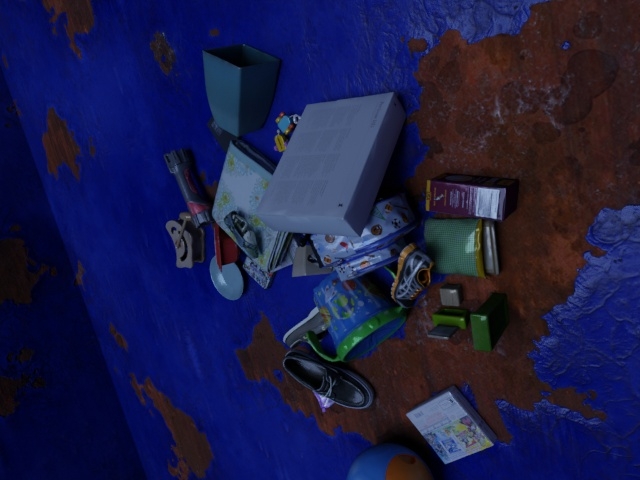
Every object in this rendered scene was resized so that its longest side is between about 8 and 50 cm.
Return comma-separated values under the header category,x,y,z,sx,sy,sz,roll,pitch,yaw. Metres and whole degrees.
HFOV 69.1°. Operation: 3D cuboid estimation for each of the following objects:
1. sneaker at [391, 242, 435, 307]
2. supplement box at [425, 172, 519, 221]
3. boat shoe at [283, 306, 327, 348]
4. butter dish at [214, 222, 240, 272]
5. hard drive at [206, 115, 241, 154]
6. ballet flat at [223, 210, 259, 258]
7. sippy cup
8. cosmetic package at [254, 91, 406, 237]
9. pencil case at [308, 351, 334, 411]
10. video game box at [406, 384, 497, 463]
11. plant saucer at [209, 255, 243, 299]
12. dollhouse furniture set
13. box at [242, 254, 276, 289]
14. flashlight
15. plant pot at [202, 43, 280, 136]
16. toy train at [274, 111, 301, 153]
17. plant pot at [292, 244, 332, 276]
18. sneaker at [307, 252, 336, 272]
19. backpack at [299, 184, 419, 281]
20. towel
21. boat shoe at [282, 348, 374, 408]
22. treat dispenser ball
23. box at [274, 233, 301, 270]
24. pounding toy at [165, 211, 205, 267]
category,x,y,z,sx,sy,sz,roll,pitch,yaw
sneaker,0.243,0.108,1.211,0.083,0.084,0.214,34,144,33
supplement box,0.361,-0.107,1.110,0.188,0.104,0.080,12,114,35
boat shoe,-0.023,0.303,1.589,0.305,0.109,0.091,-46,72,37
butter dish,-0.333,0.014,1.732,0.160,0.119,0.159,-110,19,-55
hard drive,-0.340,-0.384,1.632,0.094,0.022,0.135,-40,80,40
ballet flat,-0.252,-0.025,1.523,0.188,0.070,0.070,49,131,19
sippy cup,0.099,0.204,1.386,0.224,0.306,0.240,54,161,24
cosmetic package,0.028,-0.196,1.196,0.285,0.377,0.097,4,153,40
pencil case,-0.012,0.503,1.676,0.206,0.088,0.086,55,132,7
video game box,0.388,0.555,1.393,0.187,0.048,0.205,53,132,13
plant saucer,-0.364,0.142,1.855,0.195,0.037,0.194,16,117,34
dollhouse furniture set,0.343,0.100,1.176,0.198,0.151,0.301,0,107,40
box,-0.229,0.108,1.736,0.137,0.027,0.093,40,127,21
flashlight,-0.487,-0.203,1.783,0.103,0.103,0.303,-22,88,17
plant pot,-0.250,-0.457,1.440,0.166,0.166,0.234,32,132,26
toy train,-0.085,-0.315,1.438,0.125,0.046,0.166,21,123,31
plant pot,-0.027,0.063,1.489,0.109,0.109,0.096,167,99,-64
sneaker,0.000,0.000,1.421,0.228,0.132,0.086,54,163,9
backpack,0.126,-0.023,1.246,0.263,0.276,0.213,-33,92,35
towel,-0.225,-0.115,1.570,0.374,0.090,0.320,43,124,27
boat shoe,0.016,0.481,1.569,0.336,0.119,0.121,21,94,12
treat dispenser ball,0.221,0.794,1.463,0.288,0.288,0.287,16,117,34
box,-0.138,0.021,1.619,0.186,0.038,0.145,-25,90,41
pounding toy,-0.575,-0.004,1.889,0.154,0.155,0.269,20,120,27
